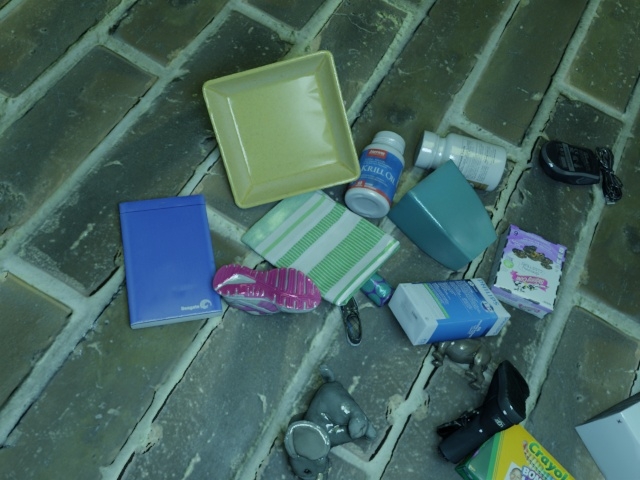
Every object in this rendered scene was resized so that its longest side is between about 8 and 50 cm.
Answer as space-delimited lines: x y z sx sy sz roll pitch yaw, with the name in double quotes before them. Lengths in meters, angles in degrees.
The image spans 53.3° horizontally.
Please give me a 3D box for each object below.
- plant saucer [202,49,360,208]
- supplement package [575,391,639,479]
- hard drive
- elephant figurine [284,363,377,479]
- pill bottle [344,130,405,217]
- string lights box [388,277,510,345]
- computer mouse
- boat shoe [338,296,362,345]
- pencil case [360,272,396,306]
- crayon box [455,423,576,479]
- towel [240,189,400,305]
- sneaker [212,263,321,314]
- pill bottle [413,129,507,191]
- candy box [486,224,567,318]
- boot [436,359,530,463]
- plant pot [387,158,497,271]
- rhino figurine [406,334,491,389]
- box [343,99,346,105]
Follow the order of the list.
"plant saucer" -0.094 -0.281 1.629 0.333 0.081 0.332 -14 104 3
"supplement package" 0.783 0.448 1.461 0.263 0.198 0.199 -20 70 -18
"hard drive" -0.366 0.044 1.548 0.211 0.040 0.318 -7 66 -13
"elephant figurine" -0.011 0.432 1.369 0.239 0.169 0.186 -36 45 -7
"pill bottle" 0.153 -0.180 1.700 0.124 0.124 0.221 20 63 0
"string lights box" 0.309 0.166 1.524 0.260 0.076 0.133 -1 42 -30
"computer mouse" 0.738 -0.207 1.850 0.273 0.072 0.188 12 60 -18
"boat shoe" 0.077 0.185 1.555 0.049 0.040 0.142 -7 66 -13
"pencil case" 0.117 0.097 1.592 0.152 0.070 0.064 43 99 10
"crayon box" 0.462 0.552 1.420 0.165 0.081 0.278 -40 77 -23
"towel" 0.000 0.000 1.585 0.325 0.038 0.248 35 67 24
"sneaker" -0.121 0.124 1.505 0.253 0.111 0.102 10 61 8
"pill bottle" 0.380 -0.224 1.755 0.230 0.131 0.131 15 63 -2
"candy box" 0.538 0.081 1.669 0.165 0.070 0.196 23 62 2
"boot" 0.364 0.387 1.448 0.094 0.207 0.246 50 23 1
"plant pot" 0.328 -0.050 1.652 0.166 0.165 0.234 -38 83 -23
"rhino figurine" 0.304 0.251 1.545 0.243 0.073 0.106 30 58 8
"box" -0.067 -0.348 1.718 0.257 0.128 0.122 12 105 -4
